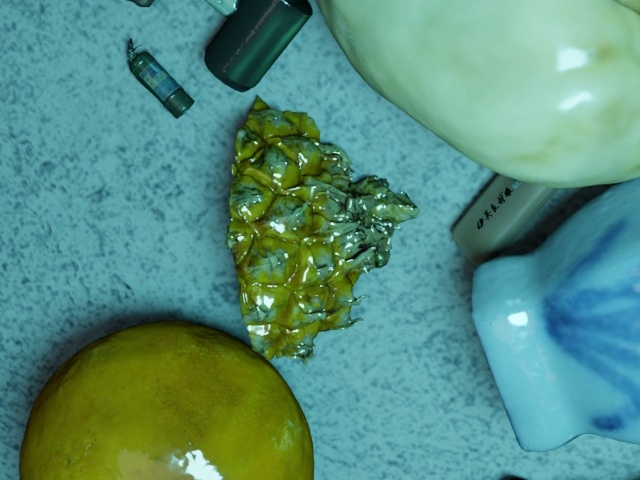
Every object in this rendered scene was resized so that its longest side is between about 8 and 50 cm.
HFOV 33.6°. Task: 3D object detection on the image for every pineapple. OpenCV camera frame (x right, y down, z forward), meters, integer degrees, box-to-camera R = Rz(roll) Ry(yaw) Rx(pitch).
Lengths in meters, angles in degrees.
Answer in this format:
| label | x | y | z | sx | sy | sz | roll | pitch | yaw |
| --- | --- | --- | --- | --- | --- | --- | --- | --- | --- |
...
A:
| label | x | y | z | sx | sy | sz | roll | pitch | yaw |
| --- | --- | --- | --- | --- | --- | --- | --- | --- | --- |
| pineapple | 0.000 | 0.006 | 0.948 | 0.164 | 0.140 | 0.250 | 6 | 105 | 14 |

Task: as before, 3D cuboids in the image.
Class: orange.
| label | x | y | z | sx | sy | sz | roll | pitch | yaw |
| --- | --- | --- | --- | --- | --- | --- | --- | --- | --- |
| orange | -0.146 | 0.216 | 1.008 | 0.284 | 0.226 | 0.284 | 2 | 105 | 9 |

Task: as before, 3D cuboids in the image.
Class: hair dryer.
| label | x | y | z | sx | sy | sz | roll | pitch | yaw |
| --- | --- | --- | --- | --- | --- | --- | --- | --- | --- |
| hair dryer | -0.110 | -0.229 | 0.938 | 0.197 | 0.057 | 0.100 | 40 | 113 | -7 |

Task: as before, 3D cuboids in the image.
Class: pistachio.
| label | x | y | z | sx | sy | sz | roll | pitch | yaw |
| --- | --- | --- | --- | --- | --- | --- | --- | --- | --- |
| pistachio | 0.151 | -0.164 | 0.807 | 0.321 | 0.229 | 0.238 | 32 | 148 | 13 |

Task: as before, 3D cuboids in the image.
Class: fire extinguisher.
| label | x | y | z | sx | sy | sz | roll | pitch | yaw |
| --- | --- | --- | --- | --- | --- | --- | --- | --- | --- |
| fire extinguisher | -0.158 | -0.152 | 1.005 | 0.083 | 0.025 | 0.038 | 47 | 136 | -1 |

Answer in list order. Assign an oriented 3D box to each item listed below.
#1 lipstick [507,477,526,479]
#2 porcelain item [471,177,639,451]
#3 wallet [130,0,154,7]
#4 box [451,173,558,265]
| label | x | y | z | sx | sy | sz | roll | pitch | yaw |
| --- | --- | --- | --- | --- | --- | --- | --- | --- | --- |
| lipstick | 0.109 | 0.377 | 1.068 | 0.057 | 0.057 | 0.357 | 36 | 112 | 4 |
| porcelain item | 0.335 | 0.041 | 0.832 | 0.405 | 0.178 | 0.243 | -19 | 100 | 20 |
| wallet | -0.166 | -0.376 | 0.930 | 0.165 | 0.042 | 0.309 | 27 | 113 | 5 |
| box | 0.164 | -0.031 | 0.933 | 0.115 | 0.025 | 0.048 | -51 | 48 | 25 |
